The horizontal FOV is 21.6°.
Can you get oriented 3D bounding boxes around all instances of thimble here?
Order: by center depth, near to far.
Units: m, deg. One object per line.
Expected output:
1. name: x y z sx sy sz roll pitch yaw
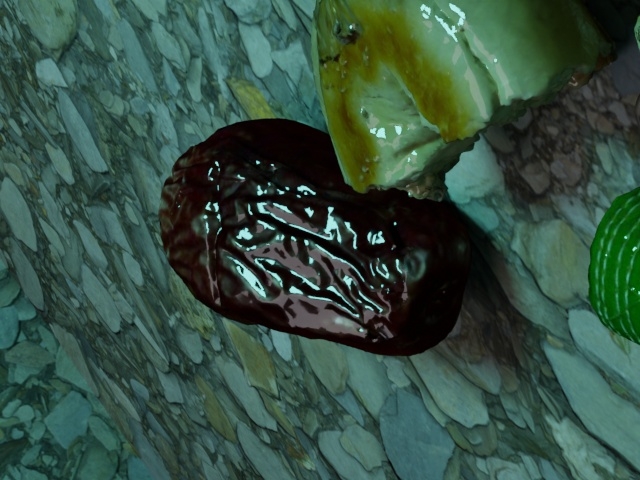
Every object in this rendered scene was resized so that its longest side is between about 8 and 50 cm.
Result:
1. thimble: 0.263 0.023 1.258 0.090 0.118 0.130 32 118 52

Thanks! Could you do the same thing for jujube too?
1. jujube: 0.000 0.000 1.643 0.342 0.216 0.216 21 137 42

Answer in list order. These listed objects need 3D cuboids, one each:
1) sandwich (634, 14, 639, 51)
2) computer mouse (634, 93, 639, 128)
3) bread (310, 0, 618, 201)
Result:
1. sandwich: 0.319 -0.097 1.044 0.251 0.087 0.226 55 158 11
2. computer mouse: 0.266 -0.094 1.208 0.066 0.039 0.096 59 163 1
3. bread: 0.092 -0.154 1.310 0.192 0.171 0.314 59 155 6
